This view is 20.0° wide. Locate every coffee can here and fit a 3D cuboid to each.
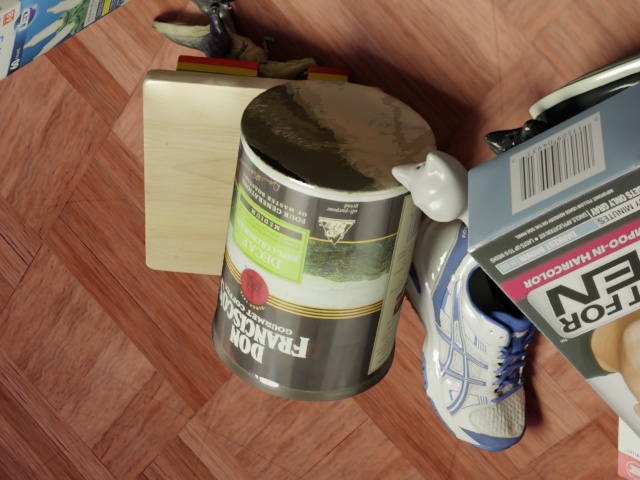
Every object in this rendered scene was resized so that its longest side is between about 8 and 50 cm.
[{"bbox_3d":[0.000,0.000,1.895,0.201,0.201,0.275,31,131,26],"label":"coffee can"}]

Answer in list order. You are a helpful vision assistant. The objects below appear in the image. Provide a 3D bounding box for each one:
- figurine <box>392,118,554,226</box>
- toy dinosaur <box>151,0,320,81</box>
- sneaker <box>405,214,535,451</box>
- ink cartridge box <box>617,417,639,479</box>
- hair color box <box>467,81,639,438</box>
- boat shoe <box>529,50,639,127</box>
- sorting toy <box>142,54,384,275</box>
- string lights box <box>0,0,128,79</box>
[{"bbox_3d":[0.198,-0.039,1.717,0.209,0.092,0.215,32,151,-30],"label":"figurine"},{"bbox_3d":[-0.117,-0.241,2.051,0.268,0.064,0.118,27,145,35],"label":"toy dinosaur"},{"bbox_3d":[0.180,0.111,1.986,0.131,0.112,0.296,4,124,45],"label":"sneaker"},{"bbox_3d":[0.371,0.177,1.871,0.115,0.067,0.198,24,136,34],"label":"ink cartridge box"},{"bbox_3d":[0.310,0.049,1.620,0.185,0.114,0.374,-27,126,27],"label":"hair color box"},{"bbox_3d":[0.329,-0.126,1.603,0.340,0.127,0.113,-21,93,44],"label":"boat shoe"},{"bbox_3d":[-0.062,-0.084,2.021,0.257,0.089,0.255,5,127,2],"label":"sorting toy"},{"bbox_3d":[-0.306,-0.286,2.043,0.077,0.259,0.133,42,144,12],"label":"string lights box"}]
